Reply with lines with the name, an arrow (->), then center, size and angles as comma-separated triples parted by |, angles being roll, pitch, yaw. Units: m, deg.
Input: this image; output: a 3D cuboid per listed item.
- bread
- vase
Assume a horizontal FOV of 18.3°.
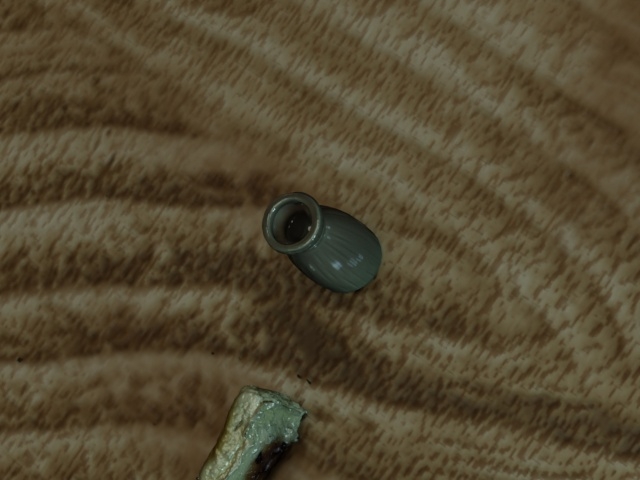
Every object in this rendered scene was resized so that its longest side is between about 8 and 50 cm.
bread -> -0.048, 0.140, 1.355 | 0.035, 0.070, 0.083 | 29, 87, 27
vase -> 0.000, 0.000, 1.356 | 0.053, 0.101, 0.053 | -7, 72, 22
